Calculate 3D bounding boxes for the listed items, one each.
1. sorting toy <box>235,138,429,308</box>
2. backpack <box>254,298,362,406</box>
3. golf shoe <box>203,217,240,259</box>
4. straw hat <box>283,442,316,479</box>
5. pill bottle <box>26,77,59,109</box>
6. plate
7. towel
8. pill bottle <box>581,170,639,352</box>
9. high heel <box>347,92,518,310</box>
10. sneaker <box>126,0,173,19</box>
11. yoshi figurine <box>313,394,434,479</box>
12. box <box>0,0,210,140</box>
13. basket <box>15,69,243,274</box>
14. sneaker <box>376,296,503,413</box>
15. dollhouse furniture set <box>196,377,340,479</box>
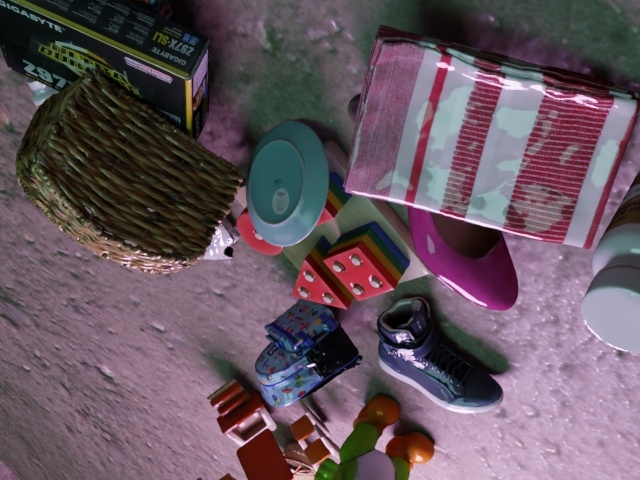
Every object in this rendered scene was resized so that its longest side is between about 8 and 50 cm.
[{"bbox_3d":[0.000,0.000,1.750,0.257,0.089,0.255,49,143,-16],"label":"sorting toy"},{"bbox_3d":[-0.041,0.193,1.897,0.117,0.173,0.158,56,172,-21],"label":"backpack"},{"bbox_3d":[-0.176,-0.031,1.907,0.086,0.069,0.176,10,142,-1],"label":"golf shoe"},{"bbox_3d":[-0.047,0.453,2.314,0.144,0.061,0.144,13,149,8],"label":"straw hat"},{"bbox_3d":[-0.446,-0.231,1.896,0.065,0.065,0.116,3,131,39],"label":"pill bottle"},{"bbox_3d":[-0.058,-0.085,1.658,0.188,0.024,0.188,-6,81,46],"label":"plate"},{"bbox_3d":[0.203,-0.117,1.381,0.328,0.037,0.237,14,127,5],"label":"towel"},{"bbox_3d":[0.393,0.017,1.314,0.131,0.229,0.131,23,141,20],"label":"pill bottle"},{"bbox_3d":[0.190,-0.061,1.485,0.377,0.127,0.181,51,148,-16],"label":"high heel"},{"bbox_3d":[-0.240,-0.367,1.564,0.125,0.104,0.261,42,153,-25],"label":"sneaker"},{"bbox_3d":[0.071,0.445,1.947,0.203,0.362,0.203,18,139,26],"label":"yoshi figurine"},{"bbox_3d":[-0.318,-0.271,1.635,0.321,0.079,0.257,25,163,2],"label":"box"},{"bbox_3d":[-0.310,-0.077,1.694,0.299,0.214,0.223,34,159,-24],"label":"basket"},{"bbox_3d":[0.188,0.182,1.793,0.226,0.086,0.163,22,144,23],"label":"sneaker"},{"bbox_3d":[-0.125,0.400,2.171,0.135,0.262,0.259,54,179,-37],"label":"dollhouse furniture set"}]
